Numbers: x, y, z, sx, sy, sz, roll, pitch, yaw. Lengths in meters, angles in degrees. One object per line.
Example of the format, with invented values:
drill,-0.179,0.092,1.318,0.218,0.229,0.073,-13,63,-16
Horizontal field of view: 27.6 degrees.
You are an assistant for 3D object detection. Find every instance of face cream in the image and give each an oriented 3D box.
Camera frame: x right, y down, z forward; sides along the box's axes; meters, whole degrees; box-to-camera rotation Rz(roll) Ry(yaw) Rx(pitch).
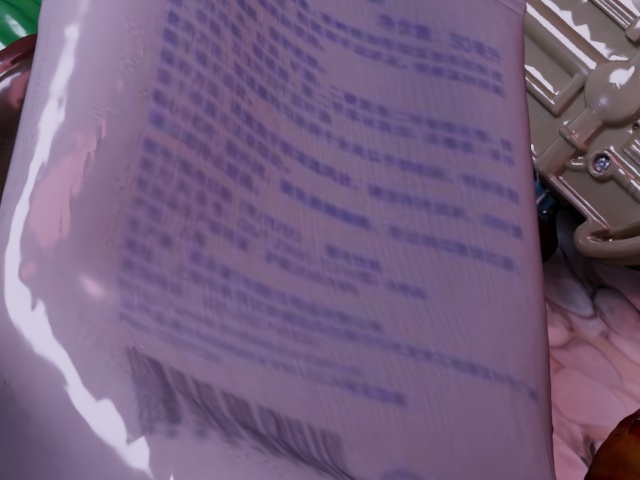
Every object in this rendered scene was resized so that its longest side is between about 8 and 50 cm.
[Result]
face cream,0.000,0.000,0.435,0.235,0.137,0.420,25,51,-30

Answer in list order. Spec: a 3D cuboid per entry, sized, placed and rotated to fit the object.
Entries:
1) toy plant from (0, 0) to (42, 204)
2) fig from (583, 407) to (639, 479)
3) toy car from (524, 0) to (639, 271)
toy plant,-0.130,-0.041,0.528,0.200,0.105,0.143,27,40,30
fig,0.155,0.118,0.519,0.128,0.150,0.128,10,72,-32
toy car,0.166,-0.093,0.768,0.248,0.204,0.198,48,15,25
